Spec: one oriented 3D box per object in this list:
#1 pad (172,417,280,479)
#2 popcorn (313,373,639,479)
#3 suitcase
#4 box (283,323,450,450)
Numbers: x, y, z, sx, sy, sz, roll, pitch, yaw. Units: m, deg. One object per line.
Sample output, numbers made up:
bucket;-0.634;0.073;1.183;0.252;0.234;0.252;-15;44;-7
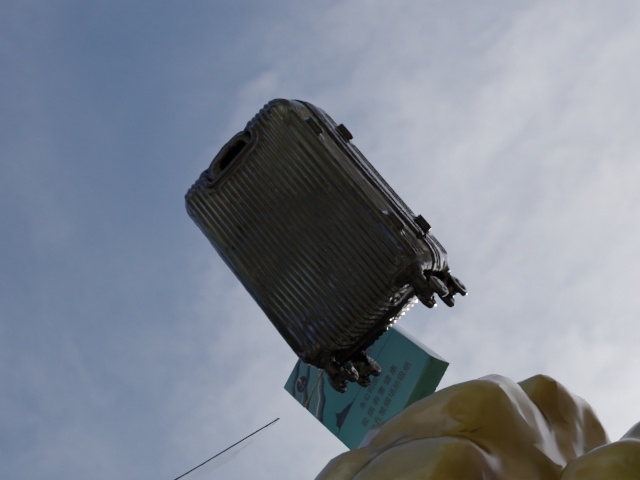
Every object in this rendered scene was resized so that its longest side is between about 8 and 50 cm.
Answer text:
pad;-0.159;0.254;1.173;0.243;0.163;0.004;-27;-102;-33
popcorn;0.063;0.168;0.344;0.332;0.225;0.264;21;-108;-39
suitcase;0.000;0.000;1.350;0.202;0.312;0.128;-46;-18;18
box;0.052;0.174;1.512;0.041;0.229;0.162;23;-82;-37
